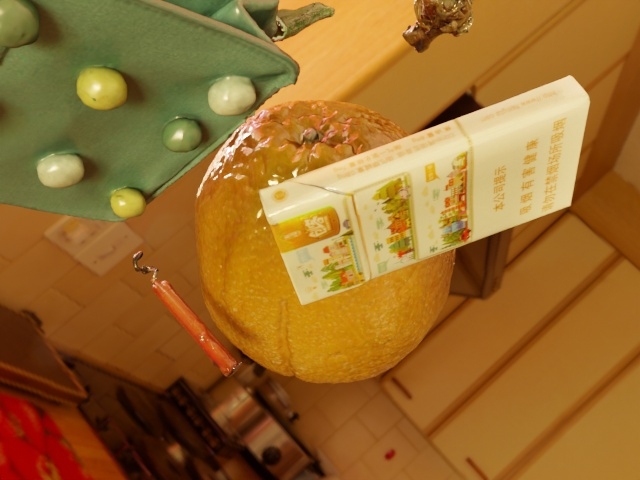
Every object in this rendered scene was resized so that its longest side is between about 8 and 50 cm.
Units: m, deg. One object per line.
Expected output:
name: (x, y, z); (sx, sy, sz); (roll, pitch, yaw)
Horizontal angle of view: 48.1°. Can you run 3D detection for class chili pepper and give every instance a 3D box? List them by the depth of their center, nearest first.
chili pepper: (-0.038, -0.493, 1.595); (0.088, 0.227, 0.059); (42, -45, 18)

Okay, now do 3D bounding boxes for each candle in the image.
candle: (-0.143, 0.075, 0.739); (0.167, 0.021, 0.026); (45, -33, 17)

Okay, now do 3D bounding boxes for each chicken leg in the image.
chicken leg: (0.196, -0.381, 1.207); (0.125, 0.080, 0.196); (35, -12, 17)

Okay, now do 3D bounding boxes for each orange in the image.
orange: (0.000, 0.000, 0.868); (0.322, 0.322, 0.356); (44, -22, 34)

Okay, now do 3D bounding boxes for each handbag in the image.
handbag: (-0.185, -0.100, 0.514); (0.274, 0.269, 0.100); (2, 67, -46)

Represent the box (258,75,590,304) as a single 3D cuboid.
box: (0.076, -0.030, 0.506); (0.122, 0.221, 0.032); (73, -4, -55)
